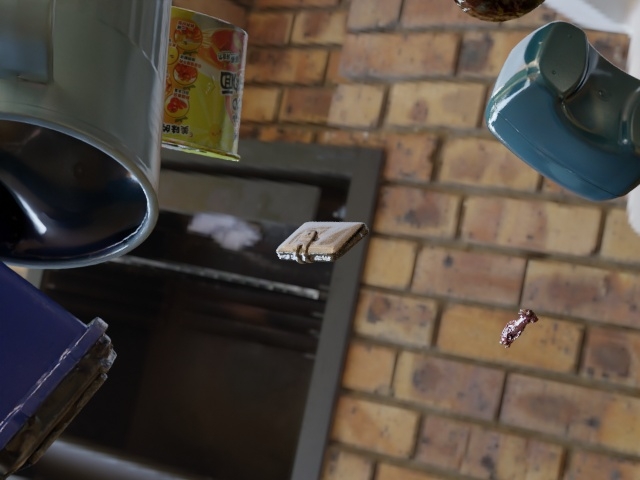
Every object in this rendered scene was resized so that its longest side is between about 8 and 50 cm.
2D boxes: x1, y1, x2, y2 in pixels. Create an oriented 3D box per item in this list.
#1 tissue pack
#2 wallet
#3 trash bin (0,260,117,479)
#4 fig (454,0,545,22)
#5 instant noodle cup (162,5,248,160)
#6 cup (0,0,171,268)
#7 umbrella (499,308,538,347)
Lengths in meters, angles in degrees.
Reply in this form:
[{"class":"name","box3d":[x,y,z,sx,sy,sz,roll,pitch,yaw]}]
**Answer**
[{"class":"tissue pack","box3d":[0.412,-0.198,1.862,0.287,0.198,0.206,31,145,-8]},{"class":"wallet","box3d":[0.000,0.000,2.086,0.152,0.039,0.118,3,-145,41]},{"class":"trash bin","box3d":[-0.317,0.090,0.967,0.234,0.184,0.162,44,149,-10]},{"class":"fig","box3d":[0.289,-0.448,1.856,0.181,0.181,0.191,14,-152,-24]},{"class":"instant noodle cup","box3d":[-0.227,-0.244,1.751,0.264,0.200,0.264,13,-179,0]},{"class":"cup","box3d":[-0.292,-0.186,1.120,0.256,0.311,0.331,-10,146,16]},{"class":"umbrella","box3d":[0.282,0.129,1.656,0.025,0.027,0.165,-26,164,-14]}]
